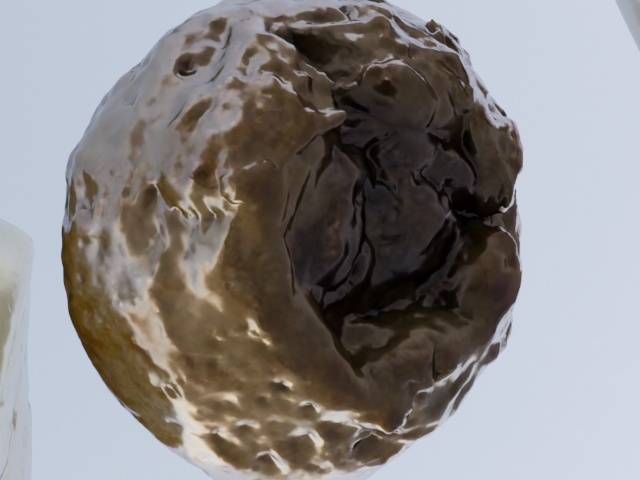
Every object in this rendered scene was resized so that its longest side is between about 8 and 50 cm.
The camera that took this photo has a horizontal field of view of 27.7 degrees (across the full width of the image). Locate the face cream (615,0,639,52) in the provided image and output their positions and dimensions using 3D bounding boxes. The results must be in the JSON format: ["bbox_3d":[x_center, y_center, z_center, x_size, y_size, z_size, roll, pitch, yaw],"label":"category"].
[{"bbox_3d":[0.157,-0.174,0.634,0.072,0.051,0.182,-1,-113,-21],"label":"face cream"}]

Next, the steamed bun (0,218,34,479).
[{"bbox_3d":[-0.333,0.161,0.602,0.371,0.290,0.456,17,-105,-11],"label":"steamed bun"}]

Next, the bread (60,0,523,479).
[{"bbox_3d":[0.000,0.000,0.568,0.230,0.123,0.230,-8,-77,-38],"label":"bread"}]
